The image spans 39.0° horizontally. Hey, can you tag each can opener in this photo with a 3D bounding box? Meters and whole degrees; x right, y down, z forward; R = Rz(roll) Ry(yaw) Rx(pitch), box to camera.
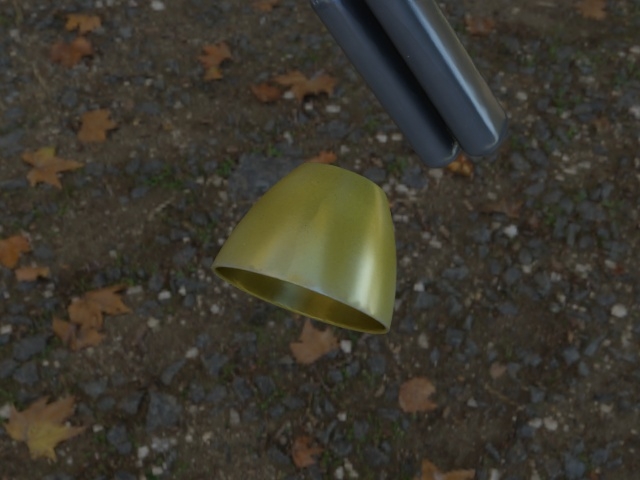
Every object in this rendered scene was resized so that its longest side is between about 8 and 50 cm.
[{"bbox_3d":[0.022,-0.150,0.582,0.074,0.280,0.093,-11,42,43],"label":"can opener"}]

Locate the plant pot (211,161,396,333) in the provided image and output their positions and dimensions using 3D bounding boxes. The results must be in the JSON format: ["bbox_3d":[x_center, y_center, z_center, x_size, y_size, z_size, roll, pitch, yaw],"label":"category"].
[{"bbox_3d":[0.000,0.000,0.654,0.134,0.134,0.095,16,77,15],"label":"plant pot"}]
